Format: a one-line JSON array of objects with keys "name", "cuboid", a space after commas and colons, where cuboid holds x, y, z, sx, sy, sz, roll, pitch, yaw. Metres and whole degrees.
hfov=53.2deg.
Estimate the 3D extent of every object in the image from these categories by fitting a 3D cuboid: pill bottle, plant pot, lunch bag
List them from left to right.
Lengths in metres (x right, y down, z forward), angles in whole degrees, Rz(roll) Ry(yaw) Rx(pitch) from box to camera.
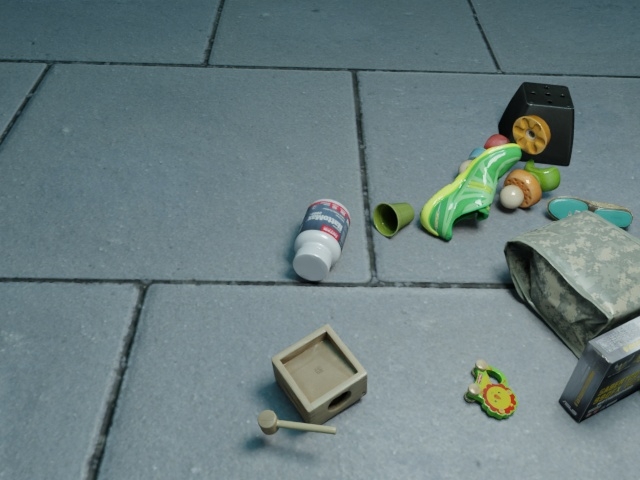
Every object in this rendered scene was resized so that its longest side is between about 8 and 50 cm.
[{"name": "pill bottle", "cuboid": [0.000, 0.000, 1.438, 0.108, 0.108, 0.180, 10, 43, 8]}, {"name": "plant pot", "cuboid": [0.183, -0.059, 1.542, 0.079, 0.083, 0.083, -19, 46, -38]}, {"name": "plant pot", "cuboid": [0.618, -0.338, 1.799, 0.188, 0.167, 0.187, 8, 43, 4]}, {"name": "lunch bag", "cuboid": [0.556, 0.071, 1.347, 0.235, 0.169, 0.287, -19, 51, -22]}]

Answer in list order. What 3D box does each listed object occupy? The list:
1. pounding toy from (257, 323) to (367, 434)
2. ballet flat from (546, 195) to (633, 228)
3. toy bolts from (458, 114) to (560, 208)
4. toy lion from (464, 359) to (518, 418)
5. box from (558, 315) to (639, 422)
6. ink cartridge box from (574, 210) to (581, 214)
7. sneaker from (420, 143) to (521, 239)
[{"name": "pounding toy", "cuboid": [-0.019, 0.286, 1.143, 0.206, 0.094, 0.181, -29, 56, -18]}, {"name": "ballet flat", "cuboid": [0.665, -0.069, 1.595, 0.206, 0.073, 0.067, 14, 16, 8]}, {"name": "toy bolts", "cuboid": [0.464, -0.201, 1.634, 0.158, 0.218, 0.228, -31, 34, -24]}, {"name": "toy lion", "cuboid": [0.326, 0.284, 1.205, 0.096, 0.034, 0.100, 22, 45, 10]}, {"name": "box", "cuboid": [0.564, 0.220, 1.173, 0.231, 0.183, 0.056, -18, 47, -23]}, {"name": "ink cartridge box", "cuboid": [0.624, -0.036, 1.528, 0.048, 0.083, 0.028, 34, 51, 29]}, {"name": "sneaker", "cuboid": [0.378, -0.113, 1.543, 0.295, 0.109, 0.123, -43, 70, 1]}]
